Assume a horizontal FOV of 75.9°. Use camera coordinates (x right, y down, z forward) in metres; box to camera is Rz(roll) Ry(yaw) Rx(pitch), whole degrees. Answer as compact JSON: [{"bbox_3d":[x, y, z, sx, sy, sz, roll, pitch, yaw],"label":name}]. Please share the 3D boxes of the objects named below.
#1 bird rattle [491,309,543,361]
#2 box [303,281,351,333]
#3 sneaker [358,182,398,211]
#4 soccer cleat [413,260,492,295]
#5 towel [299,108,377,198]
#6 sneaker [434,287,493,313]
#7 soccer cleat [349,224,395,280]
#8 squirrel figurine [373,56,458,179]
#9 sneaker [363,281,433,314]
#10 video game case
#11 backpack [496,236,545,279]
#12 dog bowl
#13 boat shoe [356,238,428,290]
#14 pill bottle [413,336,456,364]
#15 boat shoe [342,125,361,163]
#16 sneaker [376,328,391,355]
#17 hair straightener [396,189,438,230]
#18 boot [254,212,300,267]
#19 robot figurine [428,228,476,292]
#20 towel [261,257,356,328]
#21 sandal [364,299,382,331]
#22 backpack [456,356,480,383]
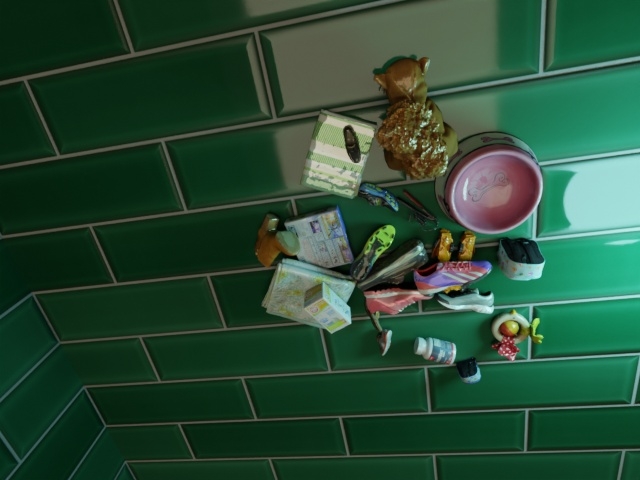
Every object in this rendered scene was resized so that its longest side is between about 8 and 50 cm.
[{"bbox_3d":[0.899,0.428,1.928,0.207,0.143,0.253,47,126,-3],"label":"bird rattle"},{"bbox_3d":[0.031,0.300,1.825,0.114,0.103,0.203,-32,119,21],"label":"box"},{"bbox_3d":[0.244,-0.175,1.729,0.188,0.067,0.078,26,137,-8],"label":"sneaker"},{"bbox_3d":[0.549,0.132,1.717,0.318,0.108,0.116,-19,107,17],"label":"soccer cleat"},{"bbox_3d":[0.072,-0.346,1.676,0.248,0.038,0.324,16,118,-1],"label":"towel"},{"bbox_3d":[0.654,0.262,1.874,0.272,0.100,0.107,5,102,1],"label":"sneaker"},{"bbox_3d":[0.221,0.049,1.813,0.093,0.121,0.289,34,93,-7],"label":"soccer cleat"},{"bbox_3d":[0.322,-0.420,1.409,0.281,0.397,0.370,-9,123,16],"label":"squirrel figurine"},{"bbox_3d":[0.359,0.271,1.881,0.314,0.116,0.136,-4,101,13],"label":"sneaker"},{"bbox_3d":[0.000,0.000,1.834,0.245,0.061,0.269,-13,114,14],"label":"video game case"},{"bbox_3d":[0.831,0.086,1.707,0.166,0.188,0.144,4,116,4],"label":"backpack"},{"bbox_3d":[0.665,-0.206,1.608,0.408,0.150,0.407,3,116,5],"label":"dog bowl"},{"bbox_3d":[0.322,0.137,1.825,0.355,0.132,0.130,-33,107,21],"label":"boat shoe"},{"bbox_3d":[0.554,0.533,2.001,0.180,0.108,0.107,13,116,1],"label":"pill bottle"},{"bbox_3d":[0.120,-0.369,1.607,0.056,0.049,0.152,-16,113,15],"label":"boat shoe"},{"bbox_3d":[0.313,0.502,2.054,0.065,0.061,0.157,20,119,27],"label":"sneaker"},{"bbox_3d":[0.409,-0.114,1.747,0.230,0.047,0.089,36,115,-15],"label":"hair straightener"},{"bbox_3d":[-0.193,0.040,1.779,0.104,0.295,0.211,-1,126,-34],"label":"boot"},{"bbox_3d":[0.575,0.097,1.801,0.211,0.085,0.290,6,116,4],"label":"robot figurine"},{"bbox_3d":[-0.060,0.254,1.908,0.375,0.090,0.320,16,127,-10],"label":"towel"},{"bbox_3d":[0.260,0.356,1.975,0.049,0.072,0.180,-30,103,-12],"label":"sandal"},{"bbox_3d":[0.738,0.655,2.033,0.105,0.114,0.084,-23,111,16],"label":"backpack"}]
